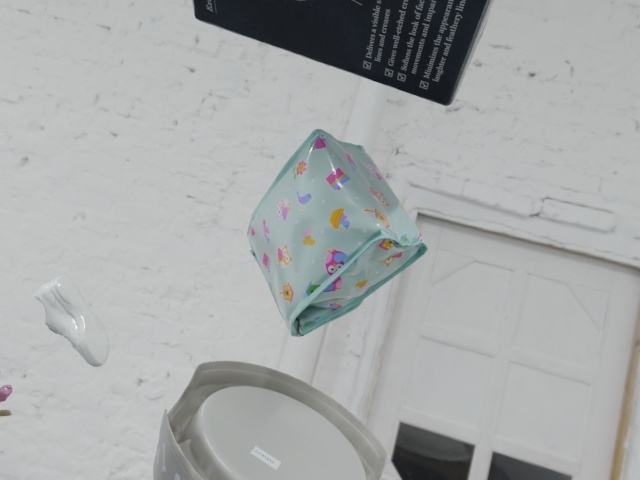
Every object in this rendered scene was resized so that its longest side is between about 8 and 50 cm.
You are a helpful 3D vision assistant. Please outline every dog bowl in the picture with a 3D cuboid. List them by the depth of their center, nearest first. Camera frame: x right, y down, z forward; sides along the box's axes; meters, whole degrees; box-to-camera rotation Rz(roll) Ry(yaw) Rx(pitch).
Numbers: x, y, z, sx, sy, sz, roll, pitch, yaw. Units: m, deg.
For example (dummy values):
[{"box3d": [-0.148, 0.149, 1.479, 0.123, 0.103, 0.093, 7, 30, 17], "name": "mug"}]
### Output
[{"box3d": [-0.063, 0.306, 0.651, 0.348, 0.102, 0.349, 25, 8, -4], "name": "dog bowl"}]

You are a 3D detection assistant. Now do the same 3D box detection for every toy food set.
[{"box3d": [-0.564, 0.242, 0.806, 0.077, 0.122, 0.019, -8, 15, 12], "name": "toy food set"}]

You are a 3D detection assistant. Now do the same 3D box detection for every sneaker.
[{"box3d": [-0.542, 0.187, 1.029, 0.094, 0.212, 0.080, -27, 3, 6], "name": "sneaker"}]

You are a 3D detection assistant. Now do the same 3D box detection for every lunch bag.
[{"box3d": [0.000, 0.000, 0.758, 0.160, 0.262, 0.223, 7, 46, -49], "name": "lunch bag"}]

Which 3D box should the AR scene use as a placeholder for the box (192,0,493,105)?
[{"box3d": [0.043, -0.398, 0.584, 0.395, 0.212, 0.294, 23, -31, 9], "name": "box"}]
